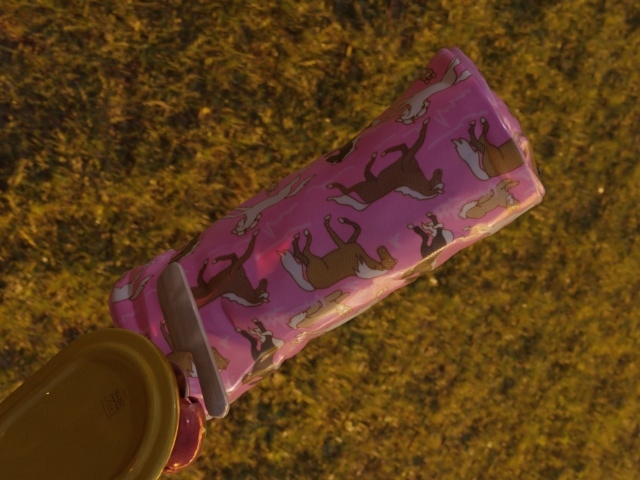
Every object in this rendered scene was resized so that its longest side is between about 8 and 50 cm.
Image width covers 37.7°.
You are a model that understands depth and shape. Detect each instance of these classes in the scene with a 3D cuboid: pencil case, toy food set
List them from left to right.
[{"bbox_3d":[-0.137,0.133,0.634,0.218,0.128,0.071,-39,146,9],"label":"toy food set"},{"bbox_3d":[0.000,0.000,0.813,0.386,0.160,0.167,-35,159,7],"label":"pencil case"}]
